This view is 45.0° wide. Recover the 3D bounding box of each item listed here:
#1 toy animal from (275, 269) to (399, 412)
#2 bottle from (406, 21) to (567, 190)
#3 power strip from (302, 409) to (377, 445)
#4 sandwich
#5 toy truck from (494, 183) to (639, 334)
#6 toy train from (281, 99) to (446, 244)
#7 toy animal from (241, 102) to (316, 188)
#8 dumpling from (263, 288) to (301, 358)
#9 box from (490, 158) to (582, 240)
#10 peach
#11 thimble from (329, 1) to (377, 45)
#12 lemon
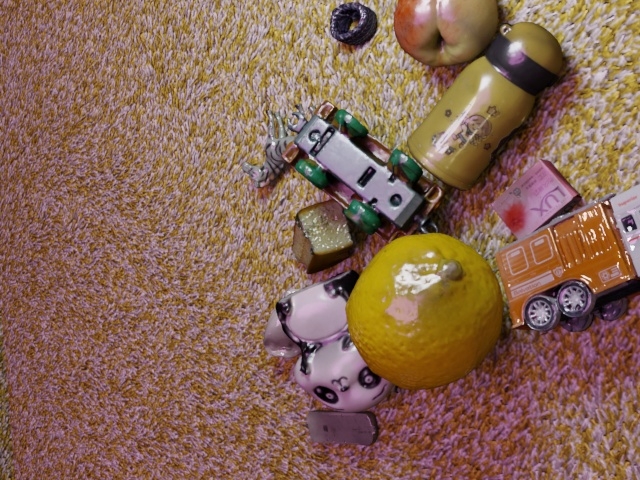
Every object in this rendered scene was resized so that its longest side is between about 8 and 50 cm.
[{"bbox_3d":[0.053,0.240,1.784,0.251,0.251,0.310,-22,89,36],"label":"toy animal"},{"bbox_3d":[0.344,-0.280,1.570,0.171,0.171,0.351,51,119,25],"label":"bottle"},{"bbox_3d":[0.047,0.461,1.907,0.227,0.029,0.080,-7,89,37],"label":"power strip"},{"bbox_3d":[0.000,0.000,1.877,0.236,0.128,0.122,112,140,-73],"label":"sandwich"},{"bbox_3d":[0.529,0.030,1.438,0.387,0.173,0.207,-31,64,37],"label":"toy truck"},{"bbox_3d":[0.097,-0.141,1.725,0.429,0.249,0.178,40,95,15],"label":"toy train"},{"bbox_3d":[-0.097,-0.254,1.968,0.255,0.090,0.170,-27,80,37],"label":"toy animal"},{"bbox_3d":[-0.069,0.217,1.949,0.127,0.108,0.188,29,95,7],"label":"dumpling"},{"bbox_3d":[0.438,-0.078,1.574,0.156,0.060,0.111,-48,65,29],"label":"box"},{"bbox_3d":[0.267,-0.482,1.625,0.232,0.232,0.233,1,92,37],"label":"peach"},{"bbox_3d":[0.077,-0.514,1.834,0.104,0.066,0.095,17,99,35],"label":"thimble"},{"bbox_3d":[0.207,0.145,1.556,0.336,0.336,0.336,1,92,37],"label":"lemon"}]
